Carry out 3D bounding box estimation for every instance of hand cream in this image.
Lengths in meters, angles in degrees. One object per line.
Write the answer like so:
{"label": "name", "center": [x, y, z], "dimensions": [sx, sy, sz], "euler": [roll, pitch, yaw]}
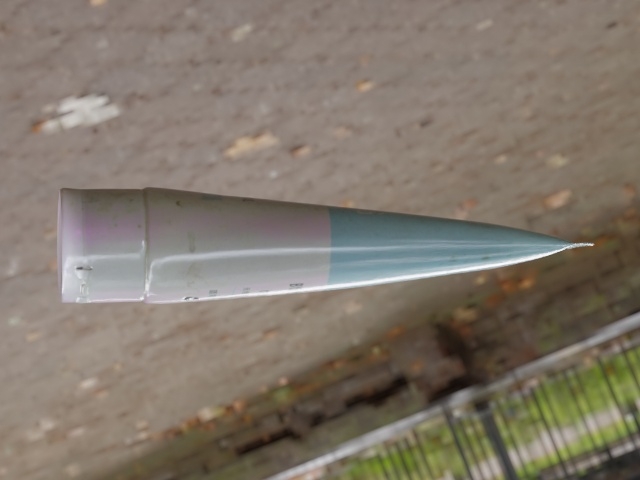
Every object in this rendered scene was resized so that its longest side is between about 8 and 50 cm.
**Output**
{"label": "hand cream", "center": [0.000, 0.000, 1.013], "dimensions": [0.312, 0.070, 0.111], "euler": [-1, 176, -12]}
